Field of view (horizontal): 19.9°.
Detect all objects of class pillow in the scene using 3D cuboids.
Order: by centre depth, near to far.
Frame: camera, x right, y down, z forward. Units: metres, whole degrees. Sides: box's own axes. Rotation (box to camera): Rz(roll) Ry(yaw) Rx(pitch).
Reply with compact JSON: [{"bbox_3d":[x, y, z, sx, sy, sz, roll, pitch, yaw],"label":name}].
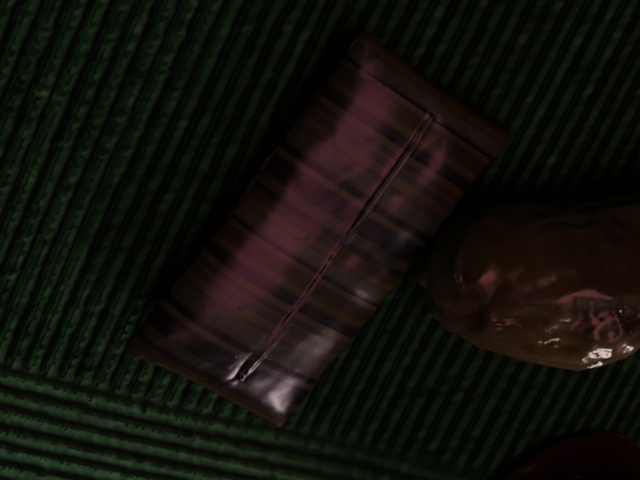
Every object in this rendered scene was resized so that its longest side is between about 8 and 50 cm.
[{"bbox_3d":[0.000,0.000,0.928,0.113,0.038,0.203,30,102,-33],"label":"pillow"}]

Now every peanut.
[{"bbox_3d":[0.156,0.016,0.981,0.214,0.099,0.099,-13,121,-25],"label":"peanut"}]

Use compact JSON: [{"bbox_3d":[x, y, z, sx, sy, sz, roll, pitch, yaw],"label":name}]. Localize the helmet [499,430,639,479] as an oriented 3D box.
[{"bbox_3d":[0.158,0.209,1.072,0.155,0.106,0.175,32,96,-34],"label":"helmet"}]
